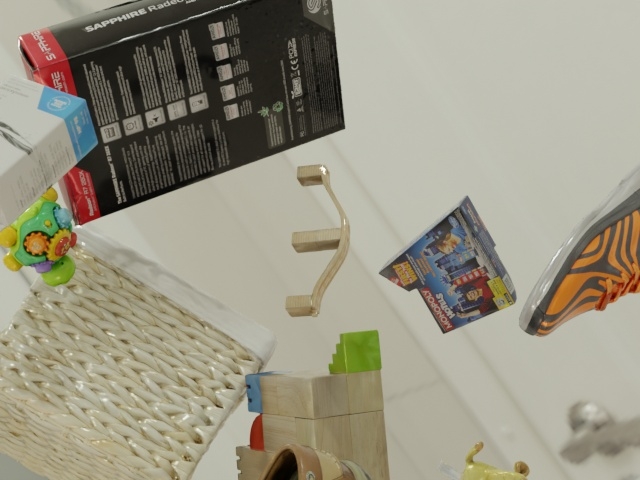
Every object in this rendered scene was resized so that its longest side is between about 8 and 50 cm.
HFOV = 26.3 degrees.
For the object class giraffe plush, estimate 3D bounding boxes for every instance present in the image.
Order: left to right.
[{"bbox_3d":[0.330,0.472,2.472,0.181,0.170,0.210,-56,45,15],"label":"giraffe plush"}]

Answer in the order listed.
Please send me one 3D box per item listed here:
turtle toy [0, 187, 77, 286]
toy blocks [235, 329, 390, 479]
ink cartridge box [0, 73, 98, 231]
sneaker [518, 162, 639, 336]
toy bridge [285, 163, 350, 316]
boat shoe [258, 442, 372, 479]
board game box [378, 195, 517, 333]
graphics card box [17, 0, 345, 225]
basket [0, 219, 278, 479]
[{"bbox_3d":[-0.324,0.004,1.616,0.095,0.066,0.130,-51,-22,-29],"label":"turtle toy"},{"bbox_3d":[-0.016,0.306,1.712,0.190,0.382,0.261,-4,-1,-27],"label":"toy blocks"},{"bbox_3d":[-0.319,-0.080,1.351,0.104,0.060,0.180,20,50,26],"label":"ink cartridge box"},{"bbox_3d":[0.394,0.041,1.708,0.321,0.180,0.125,-43,-16,-29],"label":"sneaker"},{"bbox_3d":[0.000,0.000,1.515,0.063,0.026,0.188,-5,60,16],"label":"toy bridge"},{"bbox_3d":[-0.058,0.337,1.262,0.122,0.120,0.324,-4,57,44],"label":"boat shoe"},{"bbox_3d":[0.209,0.051,2.332,0.194,0.194,0.060,-25,11,29],"label":"board game box"},{"bbox_3d":[-0.158,-0.187,1.653,0.370,0.233,0.094,-21,41,-14],"label":"graphics card box"},{"bbox_3d":[-0.277,0.200,1.875,0.266,0.331,0.328,-61,2,-26],"label":"basket"}]
